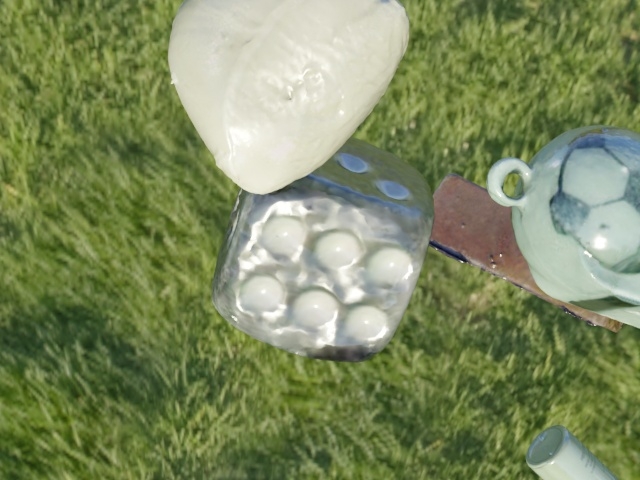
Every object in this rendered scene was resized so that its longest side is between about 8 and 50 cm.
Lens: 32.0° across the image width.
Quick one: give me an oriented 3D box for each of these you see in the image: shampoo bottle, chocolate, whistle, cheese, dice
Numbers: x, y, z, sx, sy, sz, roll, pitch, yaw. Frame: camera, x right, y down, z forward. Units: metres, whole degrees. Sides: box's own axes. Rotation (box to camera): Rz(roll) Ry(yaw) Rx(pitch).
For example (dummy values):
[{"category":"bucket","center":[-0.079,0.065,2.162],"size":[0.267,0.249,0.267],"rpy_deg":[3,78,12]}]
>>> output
[{"category":"shampoo bottle","center":[0.295,0.270,1.149],"size":[0.195,0.056,0.056],"rpy_deg":[43,55,-15]},{"category":"chocolate","center":[0.283,0.011,1.555],"size":[0.321,0.112,0.112],"rpy_deg":[27,92,27]},{"category":"whistle","center":[0.271,-0.012,0.967],"size":[0.289,0.163,0.163],"rpy_deg":[18,52,-16]},{"category":"cheese","center":[-0.039,-0.161,0.939],"size":[0.198,0.154,0.189],"rpy_deg":[-47,39,10]},{"category":"dice","center":[0.000,0.000,1.094],"size":[0.182,0.181,0.183],"rpy_deg":[17,22,-7]}]
